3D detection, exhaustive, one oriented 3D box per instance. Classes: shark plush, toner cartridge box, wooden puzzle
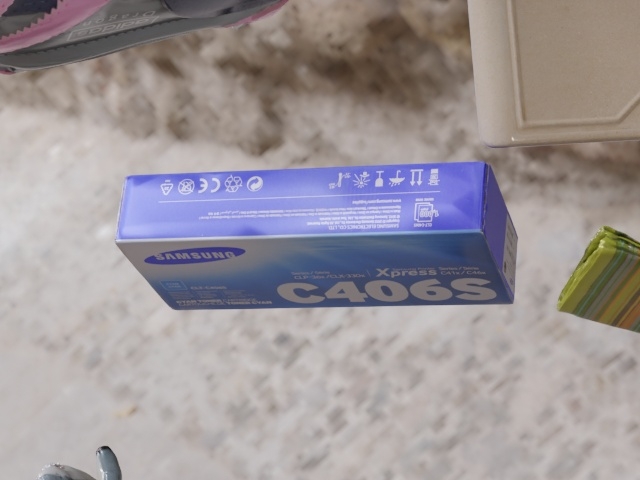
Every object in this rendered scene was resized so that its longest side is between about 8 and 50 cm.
[{"bbox_3d":[-0.149,0.221,1.219,0.073,0.161,0.067,-25,10,-7],"label":"shark plush"},{"bbox_3d":[0.000,0.000,1.649,0.348,0.165,0.075,-2,63,16],"label":"toner cartridge box"},{"bbox_3d":[0.255,-0.195,1.594,0.239,0.221,0.044,-4,-11,2],"label":"wooden puzzle"}]

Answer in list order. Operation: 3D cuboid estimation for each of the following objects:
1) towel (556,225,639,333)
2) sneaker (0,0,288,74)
[{"bbox_3d":[0.272,0.048,1.096,0.102,0.237,0.021,112,172,-64],"label":"towel"},{"bbox_3d":[-0.140,-0.091,0.571,0.319,0.112,0.131,-8,-27,-19],"label":"sneaker"}]
